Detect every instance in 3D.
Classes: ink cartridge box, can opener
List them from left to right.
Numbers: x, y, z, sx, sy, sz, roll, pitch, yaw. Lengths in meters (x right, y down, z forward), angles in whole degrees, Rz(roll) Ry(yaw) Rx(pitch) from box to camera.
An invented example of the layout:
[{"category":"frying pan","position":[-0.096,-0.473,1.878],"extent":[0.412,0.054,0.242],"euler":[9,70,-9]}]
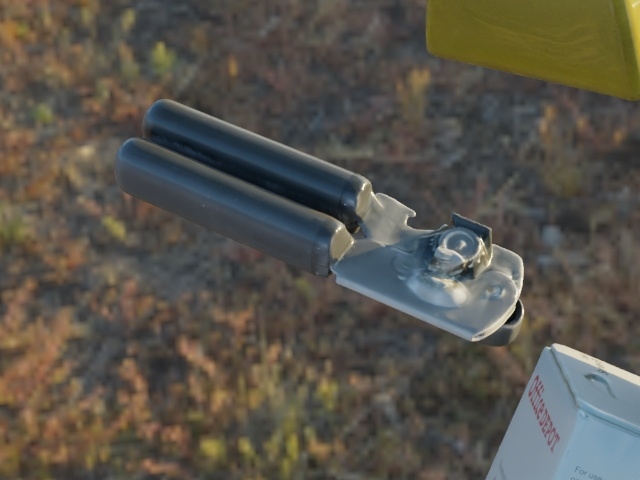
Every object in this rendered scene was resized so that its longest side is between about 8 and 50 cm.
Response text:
[{"category":"can opener","position":[0.000,0.000,1.280],"extent":[0.283,0.095,0.076],"euler":[23,58,15]},{"category":"ink cartridge box","position":[0.124,0.176,1.002],"extent":[0.093,0.212,0.154],"euler":[20,9,-3]}]

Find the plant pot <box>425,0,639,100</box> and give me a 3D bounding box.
[{"category":"plant pot","position":[0.213,-0.279,1.695],"extent":[0.212,0.187,0.212],"euler":[16,60,23]}]
